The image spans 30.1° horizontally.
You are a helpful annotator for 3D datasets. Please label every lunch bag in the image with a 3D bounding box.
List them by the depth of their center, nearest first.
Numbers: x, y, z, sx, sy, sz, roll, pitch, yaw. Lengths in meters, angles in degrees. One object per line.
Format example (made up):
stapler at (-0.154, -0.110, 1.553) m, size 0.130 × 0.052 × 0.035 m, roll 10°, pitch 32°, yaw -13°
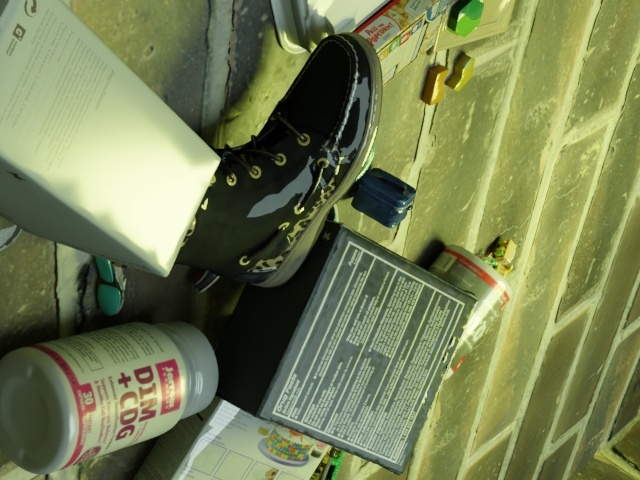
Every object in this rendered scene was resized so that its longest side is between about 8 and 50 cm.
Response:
lunch bag at (0.106, -0.071, 1.925) m, size 0.067 × 0.098 × 0.065 m, roll -40°, pitch 155°, yaw -52°

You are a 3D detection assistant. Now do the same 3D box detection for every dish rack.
dish rack at (0.068, -0.410, 1.564) m, size 0.333 × 0.072 × 0.286 m, roll -42°, pitch 149°, yaw -21°

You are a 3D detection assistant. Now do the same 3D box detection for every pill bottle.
pill bottle at (-0.277, 0.195, 1.568) m, size 0.283 × 0.160 × 0.160 m, roll -12°, pitch 129°, yaw -52°
pill bottle at (0.223, 0.163, 2.275) m, size 0.283 × 0.161 × 0.161 m, roll -51°, pitch 151°, yaw -8°

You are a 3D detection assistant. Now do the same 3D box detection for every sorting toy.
sorting toy at (0.256, -0.368, 1.910) m, size 0.229 × 0.041 × 0.307 m, roll -26°, pitch 139°, yaw -41°

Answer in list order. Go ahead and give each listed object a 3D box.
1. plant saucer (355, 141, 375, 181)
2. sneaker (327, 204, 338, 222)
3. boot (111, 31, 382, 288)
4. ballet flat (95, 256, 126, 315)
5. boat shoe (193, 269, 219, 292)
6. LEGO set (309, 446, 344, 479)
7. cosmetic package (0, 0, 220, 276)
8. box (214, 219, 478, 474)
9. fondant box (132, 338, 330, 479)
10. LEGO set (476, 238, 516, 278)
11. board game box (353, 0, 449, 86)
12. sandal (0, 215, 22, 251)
plant saucer at (0.050, -0.130, 1.867) m, size 0.119 × 0.021 × 0.119 m, roll -37°, pitch 146°, yaw -31°
sneaker at (0.000, 0.000, 1.893) m, size 0.083 × 0.071 × 0.191 m, roll -44°, pitch 154°, yaw -47°
boot at (-0.097, -0.105, 1.520) m, size 0.284 × 0.138 × 0.377 m, roll 4°, pitch 124°, yaw -45°
ballet flat at (-0.270, 0.049, 1.558) m, size 0.041 × 0.041 × 0.114 m, roll -34°, pitch 145°, yaw -34°
boat shoe at (-0.144, 0.011, 1.703) m, size 0.043 × 0.049 × 0.137 m, roll 35°, pitch 93°, yaw -19°
LEGO set at (-0.101, 0.471, 2.138) m, size 0.255 × 0.192 × 0.331 m, roll 27°, pitch 83°, yaw -79°
cosmetic package at (-0.287, -0.117, 1.161) m, size 0.156 × 0.217 × 0.385 m, roll -67°, pitch 151°, yaw -14°
box at (0.029, 0.147, 1.764) m, size 0.294 × 0.182 × 0.296 m, roll 29°, pitch 83°, yaw -36°
fondant box at (-0.114, 0.314, 1.908) m, size 0.238 × 0.096 × 0.330 m, roll 30°, pitch 95°, yaw -36°
LEGO set at (0.302, 0.111, 2.443) m, size 0.287 × 0.107 × 0.132 m, roll -62°, pitch -175°, yaw 2°
board game box at (0.103, -0.286, 1.722) m, size 0.193 × 0.045 × 0.147 m, roll -42°, pitch 166°, yaw -24°
sandal at (-0.401, -0.014, 1.274) m, size 0.090 × 0.060 × 0.219 m, roll -60°, pitch 151°, yaw 8°
